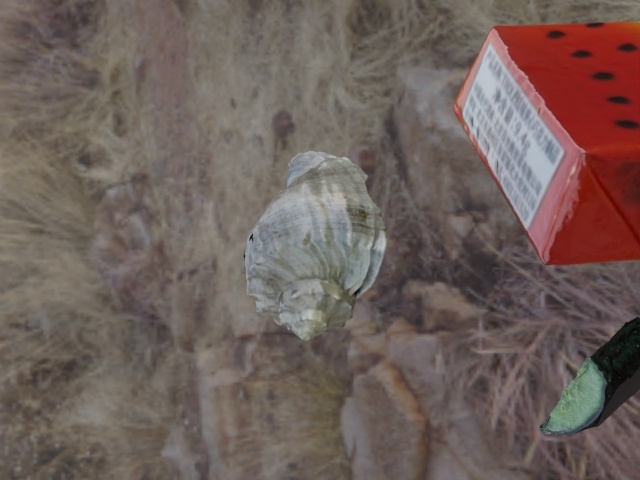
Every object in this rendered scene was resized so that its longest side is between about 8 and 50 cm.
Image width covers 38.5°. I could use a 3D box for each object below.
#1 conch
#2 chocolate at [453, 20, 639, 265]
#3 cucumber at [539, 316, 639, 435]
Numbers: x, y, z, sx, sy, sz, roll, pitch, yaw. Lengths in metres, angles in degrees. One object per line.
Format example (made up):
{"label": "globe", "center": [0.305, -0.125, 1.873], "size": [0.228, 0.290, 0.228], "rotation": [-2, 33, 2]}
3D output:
{"label": "conch", "center": [0.000, 0.000, 0.899], "size": [0.155, 0.130, 0.207], "rotation": [-9, 56, 24]}
{"label": "chocolate", "center": [0.392, -0.142, 1.179], "size": [0.360, 0.341, 0.162], "rotation": [-108, 17, -48]}
{"label": "cucumber", "center": [0.274, 0.112, 0.833], "size": [0.046, 0.220, 0.071], "rotation": [29, 121, 29]}
